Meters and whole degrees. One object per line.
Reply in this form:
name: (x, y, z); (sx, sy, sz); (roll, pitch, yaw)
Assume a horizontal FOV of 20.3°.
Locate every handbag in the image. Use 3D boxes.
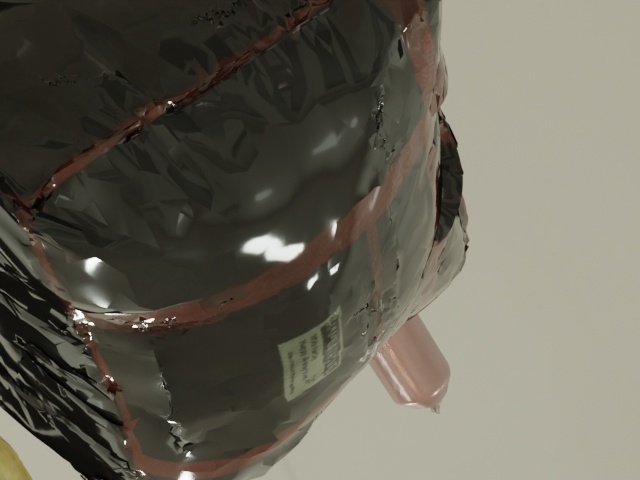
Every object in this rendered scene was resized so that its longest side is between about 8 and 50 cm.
handbag: (-0.037, -0.023, 0.562); (0.169, 0.155, 0.215); (-45, 154, -22)

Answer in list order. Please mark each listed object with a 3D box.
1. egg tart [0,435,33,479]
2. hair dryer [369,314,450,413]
egg tart: (-0.231, 0.181, 0.989); (0.106, 0.241, 0.241); (-27, -178, -38)
hair dryer: (0.000, 0.000, 1.320); (0.125, 0.352, 0.210); (-27, -162, 23)
